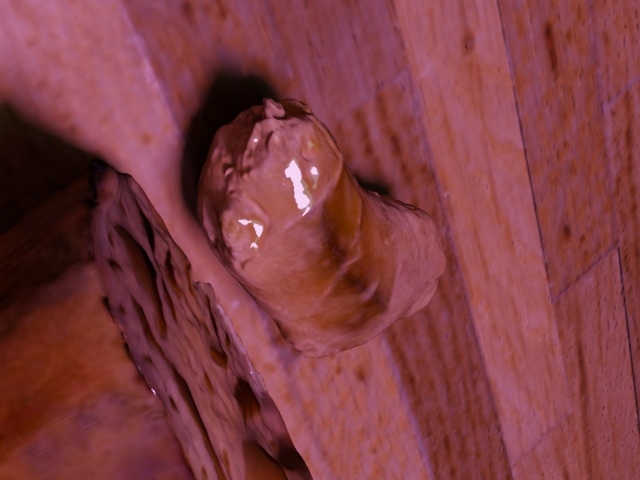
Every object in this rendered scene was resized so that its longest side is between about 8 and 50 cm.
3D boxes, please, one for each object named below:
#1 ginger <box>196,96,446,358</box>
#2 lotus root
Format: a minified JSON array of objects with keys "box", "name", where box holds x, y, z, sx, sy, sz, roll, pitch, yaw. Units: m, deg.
[{"box":[0.002,-0.001,0.618,0.095,0.069,0.190,-45,141,-2],"name":"ginger"},{"box":[-0.109,0.090,0.525,0.180,0.188,0.199,-27,179,8],"name":"lotus root"}]
